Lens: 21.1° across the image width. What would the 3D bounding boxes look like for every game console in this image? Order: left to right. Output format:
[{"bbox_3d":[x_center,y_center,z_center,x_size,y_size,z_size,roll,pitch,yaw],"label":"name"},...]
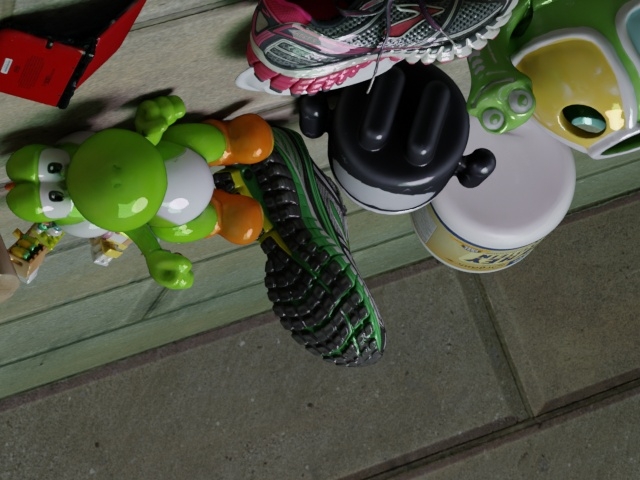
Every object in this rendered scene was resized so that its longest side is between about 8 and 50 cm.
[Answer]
[{"bbox_3d":[-0.237,-0.186,1.589,0.124,0.085,0.144,15,159,-14],"label":"game console"}]

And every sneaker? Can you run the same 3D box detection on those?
[{"bbox_3d":[0.000,0.000,2.201,0.134,0.343,0.146,-27,178,39],"label":"sneaker"},{"bbox_3d":[0.073,-0.233,1.693,0.299,0.121,0.112,-23,153,-20],"label":"sneaker"}]

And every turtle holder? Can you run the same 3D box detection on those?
[{"bbox_3d":[0.315,-0.218,1.952,0.243,0.227,0.320,-25,171,27],"label":"turtle holder"}]

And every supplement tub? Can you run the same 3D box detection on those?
[{"bbox_3d":[0.259,-0.074,2.683,0.228,0.228,0.316,-20,171,-7],"label":"supplement tub"}]

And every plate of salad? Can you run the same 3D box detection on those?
[{"bbox_3d":[0.005,-0.197,1.834,0.200,0.048,0.200,-12,174,-1],"label":"plate of salad"}]

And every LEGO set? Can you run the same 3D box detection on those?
[{"bbox_3d":[-0.277,-0.026,2.136,0.107,0.132,0.287,-36,158,30],"label":"LEGO set"}]

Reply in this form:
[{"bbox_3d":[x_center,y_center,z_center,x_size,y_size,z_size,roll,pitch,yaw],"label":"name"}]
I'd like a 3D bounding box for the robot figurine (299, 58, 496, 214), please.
[{"bbox_3d":[0.095,-0.127,2.166,0.173,0.209,0.278,-33,172,-9],"label":"robot figurine"}]

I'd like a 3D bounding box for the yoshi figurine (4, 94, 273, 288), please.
[{"bbox_3d":[-0.183,-0.063,1.951,0.362,0.203,0.203,-5,147,-52],"label":"yoshi figurine"}]

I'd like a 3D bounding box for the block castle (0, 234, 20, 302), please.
[{"bbox_3d":[-0.523,0.013,1.540,0.453,0.213,0.303,-27,159,1],"label":"block castle"}]
